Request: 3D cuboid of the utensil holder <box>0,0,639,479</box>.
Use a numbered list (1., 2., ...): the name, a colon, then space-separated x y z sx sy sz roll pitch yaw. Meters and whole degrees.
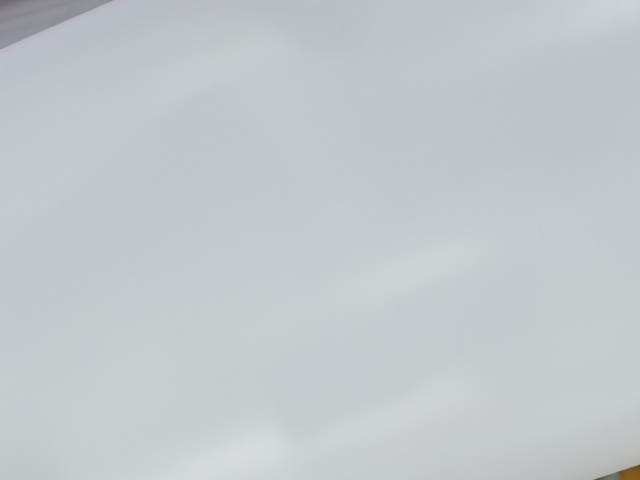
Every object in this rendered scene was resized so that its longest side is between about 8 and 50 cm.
1. utensil holder: 0.000 0.000 0.584 0.327 0.385 0.327 -21 -90 -75
